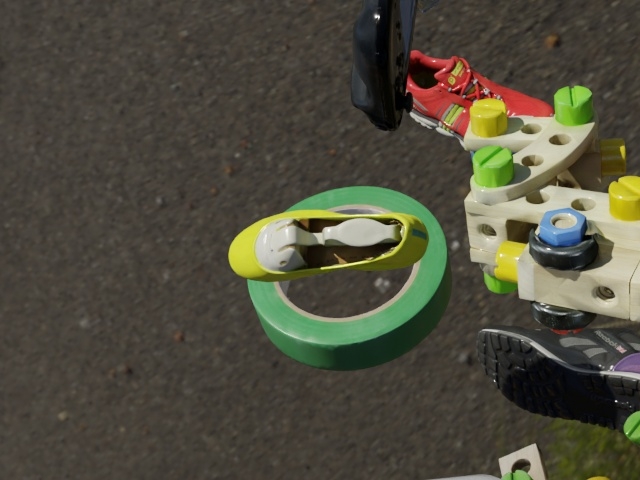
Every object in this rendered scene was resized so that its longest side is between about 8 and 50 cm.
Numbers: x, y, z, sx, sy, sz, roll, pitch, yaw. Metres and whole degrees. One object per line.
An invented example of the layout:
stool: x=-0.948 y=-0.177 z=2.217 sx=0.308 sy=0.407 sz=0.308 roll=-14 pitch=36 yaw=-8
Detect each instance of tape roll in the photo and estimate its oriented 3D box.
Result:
tape roll: x=0.047 y=0.056 z=1.942 sx=0.321 sy=0.321 sz=0.077 roll=19 pitch=147 yaw=27

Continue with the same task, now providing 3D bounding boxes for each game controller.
game controller: x=0.078 y=-0.271 z=1.206 sx=0.067 sy=0.319 sz=0.166 roll=7 pitch=152 yaw=2

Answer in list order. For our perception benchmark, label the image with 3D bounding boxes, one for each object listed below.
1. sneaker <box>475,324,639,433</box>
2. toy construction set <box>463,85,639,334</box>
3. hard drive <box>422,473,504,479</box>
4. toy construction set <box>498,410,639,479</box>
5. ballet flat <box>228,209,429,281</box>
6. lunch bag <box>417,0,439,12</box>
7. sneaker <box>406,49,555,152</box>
sneaker: x=0.333 y=0.157 z=1.514 sx=0.283 sy=0.124 sz=0.107 roll=17 pitch=127 yaw=37
toy construction set: x=0.241 y=-0.028 z=0.874 sx=0.327 sy=0.215 sz=0.151 roll=-3 pitch=123 yaw=36
hard drive: x=0.090 y=0.198 z=0.724 sx=0.210 sy=0.318 sz=0.040 roll=16 pitch=95 yaw=39
toy construction set: x=0.290 y=0.234 z=1.144 sx=0.257 sy=0.309 sz=0.237 roll=-15 pitch=130 yaw=44
ballet flat: x=0.000 y=0.000 z=1.306 sx=0.230 sy=0.077 sz=0.077 roll=-4 pitch=81 yaw=17
lunch bag: x=0.129 y=-0.302 z=1.358 sx=0.083 sy=0.071 sz=0.053 roll=-43 pitch=77 yaw=8
sneaker: x=0.205 y=-0.196 z=1.698 sx=0.279 sy=0.107 sz=0.118 roll=24 pitch=155 yaw=41
